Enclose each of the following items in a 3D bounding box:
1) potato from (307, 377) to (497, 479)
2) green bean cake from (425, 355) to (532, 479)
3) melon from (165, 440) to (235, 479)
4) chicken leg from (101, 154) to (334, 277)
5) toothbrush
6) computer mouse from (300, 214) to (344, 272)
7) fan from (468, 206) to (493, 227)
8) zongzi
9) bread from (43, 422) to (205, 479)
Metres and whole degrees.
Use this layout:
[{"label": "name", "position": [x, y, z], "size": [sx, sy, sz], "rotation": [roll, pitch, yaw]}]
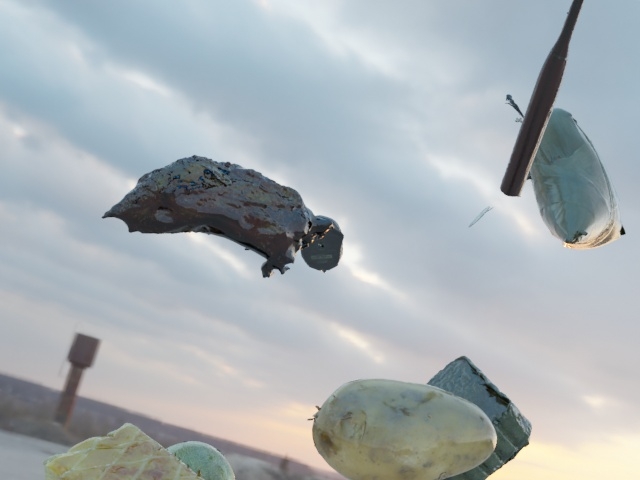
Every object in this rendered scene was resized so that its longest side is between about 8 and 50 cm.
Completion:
[{"label": "potato", "position": [0.105, 0.253, 1.145], "size": [0.235, 0.161, 0.128], "rotation": [-10, -46, -22]}, {"label": "green bean cake", "position": [0.215, 0.289, 1.342], "size": [0.094, 0.173, 0.181], "rotation": [50, -4, -25]}, {"label": "melon", "position": [-0.213, 0.387, 1.453], "size": [0.160, 0.079, 0.128], "rotation": [-10, 8, -27]}, {"label": "chicken leg", "position": [-0.094, -0.029, 0.879], "size": [0.234, 0.105, 0.063], "rotation": [20, -31, -21]}, {"label": "toothbrush", "position": [0.332, -0.220, 1.281], "size": [0.041, 0.041, 0.364], "rotation": [15, -56, 3]}, {"label": "computer mouse", "position": [0.000, 0.000, 1.808], "size": [0.099, 0.057, 0.172], "rotation": [-3, -40, 1]}, {"label": "fan", "position": [0.318, -0.047, 1.741], "size": [0.003, 0.060, 0.080], "rotation": [45, 3, 0]}, {"label": "zongzi", "position": [0.546, -0.186, 2.043], "size": [0.181, 0.447, 0.418], "rotation": [-27, -9, 24]}, {"label": "bread", "position": [-0.206, 0.287, 0.974], "size": [0.188, 0.068, 0.125], "rotation": [29, 30, 33]}]
